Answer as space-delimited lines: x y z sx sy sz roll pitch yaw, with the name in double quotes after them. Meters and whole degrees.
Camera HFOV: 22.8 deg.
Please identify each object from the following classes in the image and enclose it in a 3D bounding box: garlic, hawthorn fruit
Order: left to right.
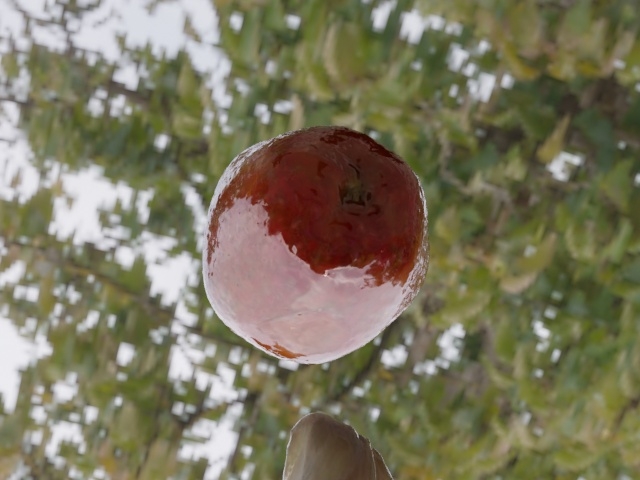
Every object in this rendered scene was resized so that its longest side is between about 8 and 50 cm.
0.000 0.000 0.893 0.132 0.138 0.133 4 -113 -9 "hawthorn fruit"
0.031 0.351 1.984 0.110 0.228 0.217 2 156 36 "garlic"
